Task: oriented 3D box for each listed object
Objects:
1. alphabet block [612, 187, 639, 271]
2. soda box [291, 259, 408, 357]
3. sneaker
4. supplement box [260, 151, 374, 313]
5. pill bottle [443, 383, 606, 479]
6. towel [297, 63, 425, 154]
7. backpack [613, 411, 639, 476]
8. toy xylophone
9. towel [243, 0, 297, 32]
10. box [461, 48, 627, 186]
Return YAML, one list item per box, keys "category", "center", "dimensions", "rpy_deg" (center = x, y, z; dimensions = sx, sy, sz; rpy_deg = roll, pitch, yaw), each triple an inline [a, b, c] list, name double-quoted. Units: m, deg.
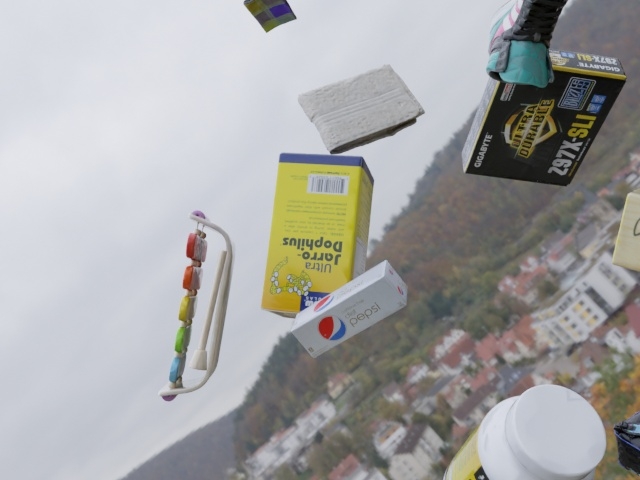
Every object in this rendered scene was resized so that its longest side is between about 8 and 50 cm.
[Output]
- category: "alphabet block"
  center: [0.866, -0.017, 1.811]
  dimensions: [0.193, 0.197, 0.192]
  rpy_deg: [-13, -66, -56]
- category: "soda box"
  center: [0.053, 0.128, 1.340]
  dimensions: [0.216, 0.074, 0.069]
  rpy_deg: [-33, 16, 21]
- category: "sneaker"
  center: [0.368, -0.360, 1.255]
  dimensions: [0.295, 0.124, 0.178]
  rpy_deg: [117, 159, -73]
- category: "supplement box"
  center: [0.000, 0.000, 1.647]
  dimensions: [0.194, 0.195, 0.356]
  rpy_deg: [45, -129, -74]
- category: "pill bottle"
  center: [0.328, 0.372, 1.188]
  dimensions: [0.188, 0.188, 0.334]
  rpy_deg: [-37, -24, -30]
- category: "towel"
  center: [0.102, -0.329, 1.800]
  dimensions: [0.282, 0.187, 0.049]
  rpy_deg: [-22, -25, -19]
- category: "backpack"
  center: [0.615, 0.360, 1.232]
  dimensions: [0.158, 0.117, 0.173]
  rpy_deg: [-25, 27, -22]
- category: "toy xylophone"
  center: [-0.200, 0.106, 1.196]
  dimensions: [0.236, 0.081, 0.322]
  rpy_deg: [111, 168, -78]
- category: "towel"
  center: [-0.077, -0.353, 1.112]
  dimensions: [0.060, 0.009, 0.083]
  rpy_deg: [-17, -23, 15]
- category: "box"
  center: [0.480, -0.269, 1.601]
  dimensions: [0.322, 0.257, 0.079]
  rpy_deg: [102, 173, -49]
